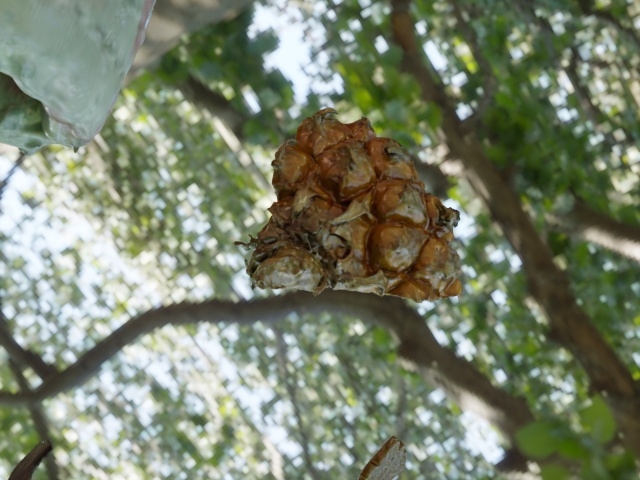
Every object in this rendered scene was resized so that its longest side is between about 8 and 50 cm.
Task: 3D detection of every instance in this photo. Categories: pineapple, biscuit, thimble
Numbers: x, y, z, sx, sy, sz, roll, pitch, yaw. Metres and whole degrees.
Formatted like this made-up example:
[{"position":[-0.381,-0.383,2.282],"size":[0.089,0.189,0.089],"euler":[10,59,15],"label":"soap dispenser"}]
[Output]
[{"position":[0.000,0.000,0.651],"size":[0.114,0.114,0.077],"euler":[-23,170,-44],"label":"pineapple"},{"position":[0.066,0.236,1.446],"size":[0.016,0.092,0.082],"euler":[36,-76,23],"label":"biscuit"},{"position":[-0.174,-0.145,0.715],"size":[0.185,0.211,0.149],"euler":[10,-108,36],"label":"thimble"}]

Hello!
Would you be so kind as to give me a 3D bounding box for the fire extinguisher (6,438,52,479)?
[{"position":[-0.132,0.285,0.772],"size":[0.138,0.344,0.102],"euler":[-22,-169,-38],"label":"fire extinguisher"}]
